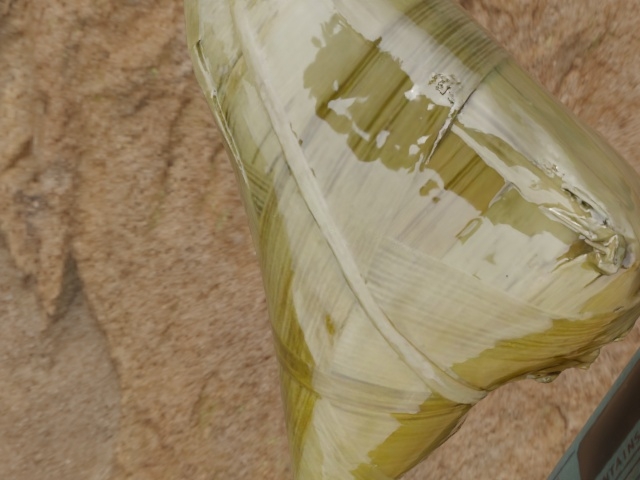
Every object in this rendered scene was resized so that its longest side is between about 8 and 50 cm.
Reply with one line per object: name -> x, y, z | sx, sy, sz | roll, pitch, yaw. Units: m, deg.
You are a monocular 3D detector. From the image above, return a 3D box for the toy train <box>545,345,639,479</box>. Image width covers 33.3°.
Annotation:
toy train -> 0.156, 0.144, 0.538 | 0.086, 0.089, 0.409 | 14, 128, -9

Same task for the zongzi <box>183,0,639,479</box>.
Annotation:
zongzi -> 0.000, 0.000, 0.395 | 0.194, 0.099, 0.197 | 50, 118, 13
